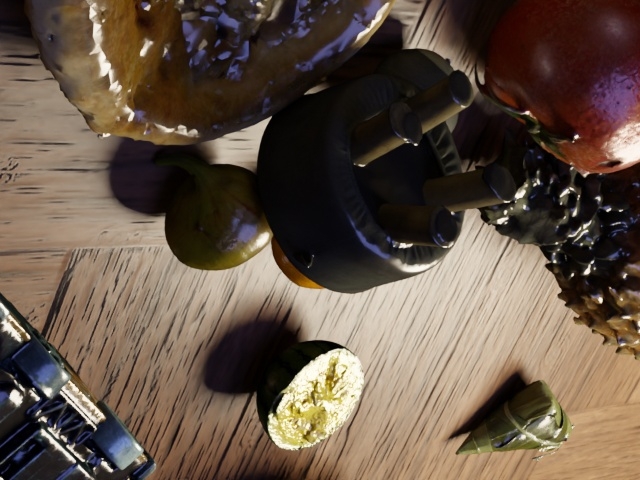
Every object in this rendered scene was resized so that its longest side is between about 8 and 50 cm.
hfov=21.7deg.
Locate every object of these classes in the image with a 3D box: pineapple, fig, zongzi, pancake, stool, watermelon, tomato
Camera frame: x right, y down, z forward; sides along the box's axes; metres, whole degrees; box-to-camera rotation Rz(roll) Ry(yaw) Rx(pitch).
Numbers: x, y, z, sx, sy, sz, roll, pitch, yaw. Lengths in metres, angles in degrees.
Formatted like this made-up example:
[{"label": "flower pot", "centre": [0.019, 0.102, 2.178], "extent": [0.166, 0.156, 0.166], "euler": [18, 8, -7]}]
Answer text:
[{"label": "pineapple", "centre": [0.274, 0.004, 1.531], "extent": [0.362, 0.202, 0.202], "euler": [19, 111, -39]}, {"label": "fig", "centre": [-0.076, -0.026, 1.244], "extent": [0.082, 0.084, 0.098], "euler": [-61, 149, -36]}, {"label": "zongzi", "centre": [0.206, 0.208, 1.769], "extent": [0.119, 0.055, 0.109], "euler": [-34, 146, 4]}, {"label": "pancake", "centre": [-0.051, -0.208, 1.105], "extent": [0.356, 0.065, 0.356], "euler": [-30, 143, -27]}, {"label": "stool", "centre": [0.051, -0.068, 1.240], "extent": [0.153, 0.139, 0.228], "euler": [31, 57, -36]}, {"label": "watermelon", "centre": [-0.016, 0.129, 1.461], "extent": [0.105, 0.062, 0.105], "euler": [-24, 131, -30]}, {"label": "tomato", "centre": [0.215, -0.143, 1.351], "extent": [0.167, 0.167, 0.167], "euler": [-26, 139, -25]}]

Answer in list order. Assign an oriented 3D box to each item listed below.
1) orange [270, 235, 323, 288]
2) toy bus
[{"label": "orange", "centre": [0.000, 0.000, 1.347], "extent": [0.083, 0.070, 0.083], "euler": [-28, 145, -22]}, {"label": "toy bus", "centre": [-0.241, 0.099, 1.126], "extent": [0.138, 0.167, 0.275], "euler": [-41, 148, -7]}]
